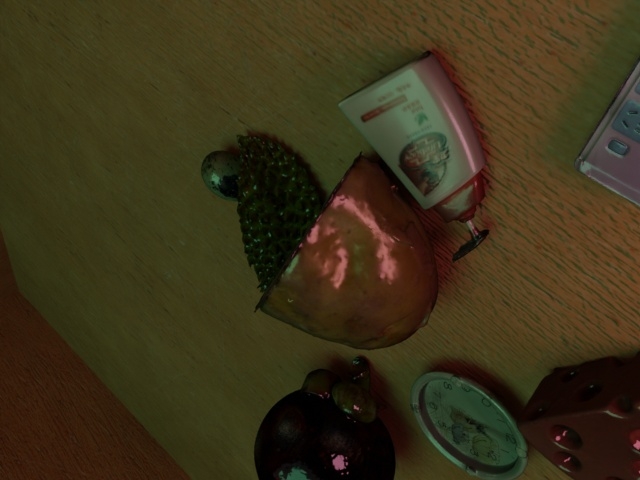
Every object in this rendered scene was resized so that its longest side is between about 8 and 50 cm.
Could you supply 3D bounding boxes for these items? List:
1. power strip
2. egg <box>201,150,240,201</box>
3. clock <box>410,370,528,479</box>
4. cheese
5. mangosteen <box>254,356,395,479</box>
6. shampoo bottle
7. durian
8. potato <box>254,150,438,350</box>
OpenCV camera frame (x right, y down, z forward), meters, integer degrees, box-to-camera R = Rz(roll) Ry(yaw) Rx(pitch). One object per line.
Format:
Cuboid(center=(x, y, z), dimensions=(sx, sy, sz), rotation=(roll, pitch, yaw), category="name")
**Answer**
Cuboid(center=(0.364, -0.150, 0.589), dimensions=(0.109, 0.037, 0.279), rotation=(37, 140, 20), category="power strip")
Cuboid(center=(-0.185, -0.125, 1.164), dimensions=(0.110, 0.085, 0.085), rotation=(56, 143, -5), category="egg")
Cuboid(center=(0.269, 0.324, 1.063), dimensions=(0.236, 0.053, 0.236), rotation=(27, 134, 32), category="clock")
Cuboid(center=(0.415, 0.265, 0.808), dimensions=(0.177, 0.128, 0.203), rotation=(52, 139, -2), category="cheese")
Cuboid(center=(0.025, 0.426, 1.268), dimensions=(0.306, 0.360, 0.306), rotation=(25, 168, 6), category="mangosteen")
Cuboid(center=(0.155, -0.103, 0.817), dimensions=(0.153, 0.071, 0.284), rotation=(-23, 102, 39), category="shampoo bottle")
Cuboid(center=(-0.070, -0.021, 1.110), dimensions=(0.169, 0.157, 0.356), rotation=(-115, 15, -68), category="durian")
Cuboid(center=(0.076, 0.048, 0.916), dimensions=(0.237, 0.301, 0.289), rotation=(34, 171, -2), category="potato")
